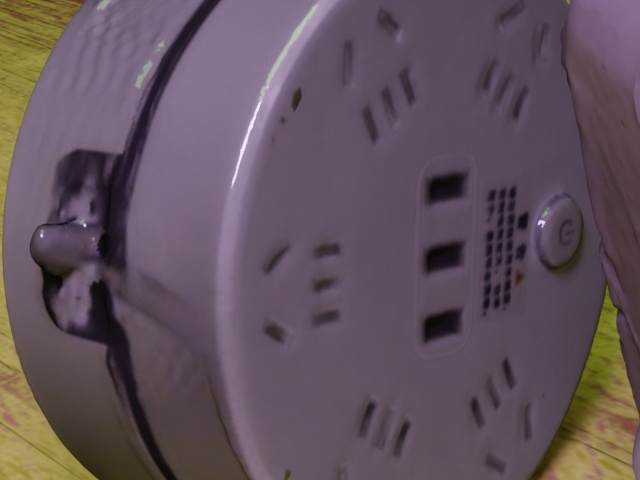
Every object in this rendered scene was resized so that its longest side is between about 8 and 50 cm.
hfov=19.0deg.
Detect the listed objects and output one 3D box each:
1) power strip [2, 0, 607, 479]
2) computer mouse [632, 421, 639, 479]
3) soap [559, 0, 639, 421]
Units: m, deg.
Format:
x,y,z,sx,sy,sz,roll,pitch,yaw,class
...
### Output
x,y,z,sx,sy,sz,roll,pitch,yaw,class
0.000,0.000,1.003,0.161,0.357,0.357,10,31,39,power strip
0.290,0.068,1.016,0.297,0.121,0.184,-29,29,-33,computer mouse
0.279,0.082,0.689,0.213,0.350,0.435,-22,33,-5,soap
